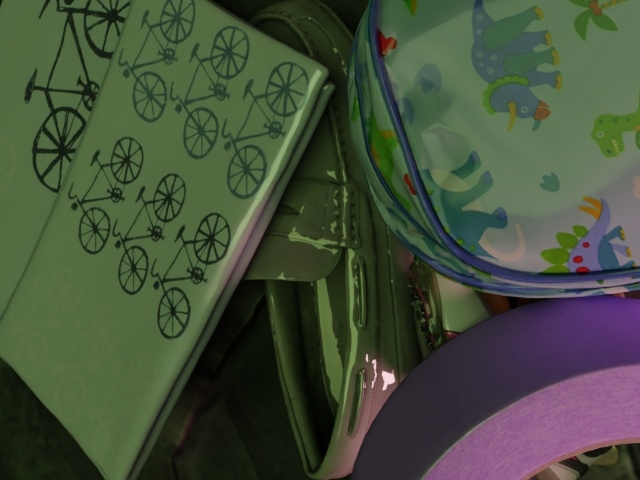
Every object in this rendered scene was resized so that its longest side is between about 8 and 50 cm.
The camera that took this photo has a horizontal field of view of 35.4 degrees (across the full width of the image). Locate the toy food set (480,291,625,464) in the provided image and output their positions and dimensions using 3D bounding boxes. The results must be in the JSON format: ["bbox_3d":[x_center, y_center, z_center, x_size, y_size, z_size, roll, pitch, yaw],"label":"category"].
[{"bbox_3d":[0.140,0.064,0.670,0.132,0.038,0.192,-1,99,21],"label":"toy food set"}]

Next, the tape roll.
[{"bbox_3d":[0.157,0.174,0.590,0.274,0.090,0.275,-3,111,-7],"label":"tape roll"}]

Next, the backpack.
[{"bbox_3d":[0.189,-0.102,0.531,0.355,0.273,0.290,-12,100,33],"label":"backpack"}]

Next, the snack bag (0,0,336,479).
[{"bbox_3d":[-0.172,-0.050,0.711,0.342,0.037,0.323,39,110,32],"label":"snack bag"}]

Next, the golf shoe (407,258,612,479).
[{"bbox_3d":[0.118,0.077,0.633,0.086,0.067,0.186,-28,111,6],"label":"golf shoe"}]

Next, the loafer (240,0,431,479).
[{"bbox_3d":[0.000,0.000,0.662,0.112,0.111,0.319,-11,94,50],"label":"loafer"}]
